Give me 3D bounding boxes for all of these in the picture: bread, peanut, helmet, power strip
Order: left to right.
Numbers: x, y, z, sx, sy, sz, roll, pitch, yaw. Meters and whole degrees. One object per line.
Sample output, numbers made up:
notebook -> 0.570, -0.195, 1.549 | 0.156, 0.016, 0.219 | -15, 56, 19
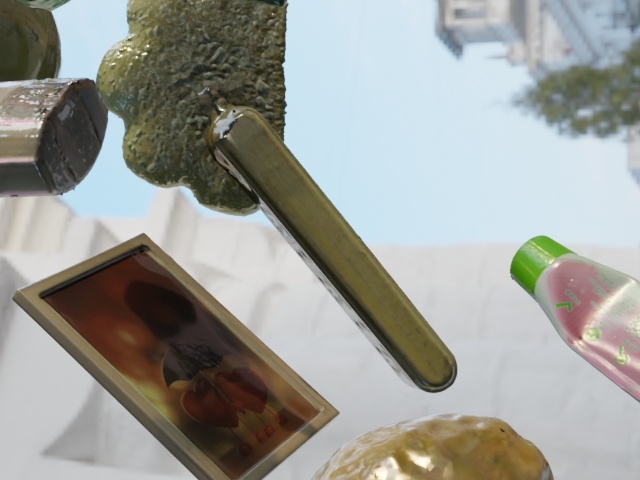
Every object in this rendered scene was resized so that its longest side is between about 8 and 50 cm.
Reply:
helmet -> -0.353, -0.198, 1.467 | 0.204, 0.137, 0.257 | 99, 167, -54
bread -> -0.134, -0.166, 1.418 | 0.056, 0.207, 0.286 | -168, 75, -82
power strip -> 0.000, 0.000, 1.354 | 0.387, 0.066, 0.092 | 52, 174, -3
peanut -> 0.016, 0.169, 0.693 | 0.120, 0.236, 0.110 | 57, 158, 21

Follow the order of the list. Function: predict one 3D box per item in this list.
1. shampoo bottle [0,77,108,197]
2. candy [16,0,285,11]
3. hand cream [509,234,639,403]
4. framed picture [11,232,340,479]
shampoo bottle -> -0.246, -0.062, 0.829 | 0.086, 0.227, 0.056 | -68, -32, -43
candy -> -0.166, -0.233, 1.199 | 0.083, 0.305, 0.091 | -7, -69, -64
hand cream -> 0.258, 0.079, 1.069 | 0.050, 0.275, 0.079 | 18, -74, -44
framed picture -> -0.136, 0.118, 1.325 | 0.020, 0.289, 0.211 | -55, -13, 29
